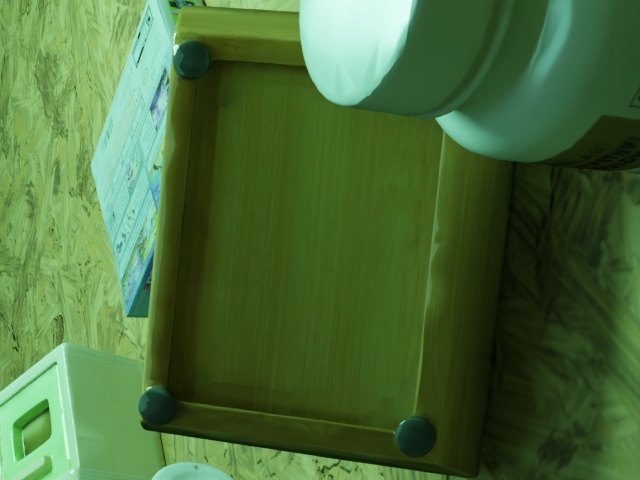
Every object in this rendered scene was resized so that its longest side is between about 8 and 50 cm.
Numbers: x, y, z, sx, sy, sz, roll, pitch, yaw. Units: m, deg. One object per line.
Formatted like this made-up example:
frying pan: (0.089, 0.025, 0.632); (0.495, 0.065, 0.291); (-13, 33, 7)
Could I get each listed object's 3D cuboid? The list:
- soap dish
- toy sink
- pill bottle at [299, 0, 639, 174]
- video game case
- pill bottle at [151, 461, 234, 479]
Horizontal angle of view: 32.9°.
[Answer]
soap dish: (0.000, 0.000, 0.684); (0.118, 0.229, 0.291); (-17, -67, -78)
toy sink: (-0.272, 0.258, 1.204); (0.153, 0.131, 0.234); (-36, 54, 29)
pill bottle: (0.114, -0.098, 0.485); (0.131, 0.229, 0.131); (-11, 78, 61)
video game case: (-0.171, -0.093, 1.177); (0.269, 0.061, 0.244); (-61, 37, 39)
pill bottle: (-0.136, 0.305, 1.036); (0.094, 0.094, 0.169); (51, 130, 51)
